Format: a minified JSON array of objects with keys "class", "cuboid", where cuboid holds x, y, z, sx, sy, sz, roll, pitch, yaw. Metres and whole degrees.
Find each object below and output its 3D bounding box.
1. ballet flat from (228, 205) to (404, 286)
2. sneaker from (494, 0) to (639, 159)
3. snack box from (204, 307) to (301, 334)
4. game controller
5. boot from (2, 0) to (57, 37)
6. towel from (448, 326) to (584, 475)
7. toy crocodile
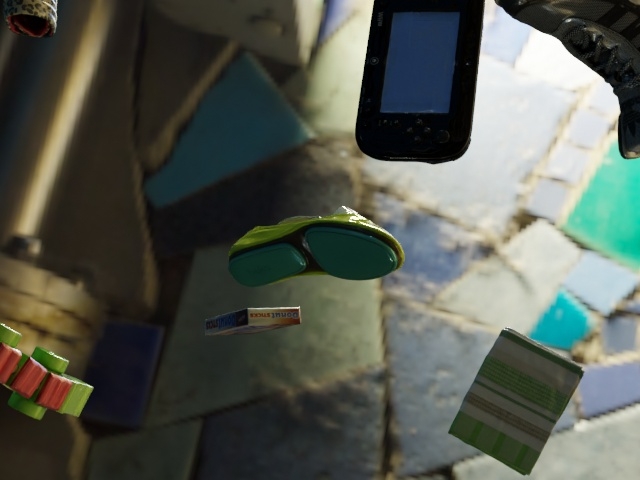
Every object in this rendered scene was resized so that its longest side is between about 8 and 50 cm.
[{"class":"ballet flat","cuboid":[0.000,0.000,1.535,0.077,0.231,0.077,60,-137,-26]},{"class":"sneaker","cuboid":[0.286,-0.167,1.378,0.101,0.268,0.153,145,136,-65]},{"class":"snack box","cuboid":[-0.082,0.095,1.695,0.178,0.064,0.022,160,109,-69]},{"class":"game controller","cuboid":[0.145,-0.250,2.082,0.067,0.166,0.319,85,-168,-62]},{"class":"boot","cuboid":[-0.389,-0.355,1.959,0.236,0.085,0.179,109,160,-80]},{"class":"towel","cuboid":[0.234,0.192,1.734,0.152,0.113,0.023,-59,-11,-17]},{"class":"toy crocodile","cuboid":[-0.500,0.224,2.421,0.340,0.105,0.115,40,-103,-50]}]
